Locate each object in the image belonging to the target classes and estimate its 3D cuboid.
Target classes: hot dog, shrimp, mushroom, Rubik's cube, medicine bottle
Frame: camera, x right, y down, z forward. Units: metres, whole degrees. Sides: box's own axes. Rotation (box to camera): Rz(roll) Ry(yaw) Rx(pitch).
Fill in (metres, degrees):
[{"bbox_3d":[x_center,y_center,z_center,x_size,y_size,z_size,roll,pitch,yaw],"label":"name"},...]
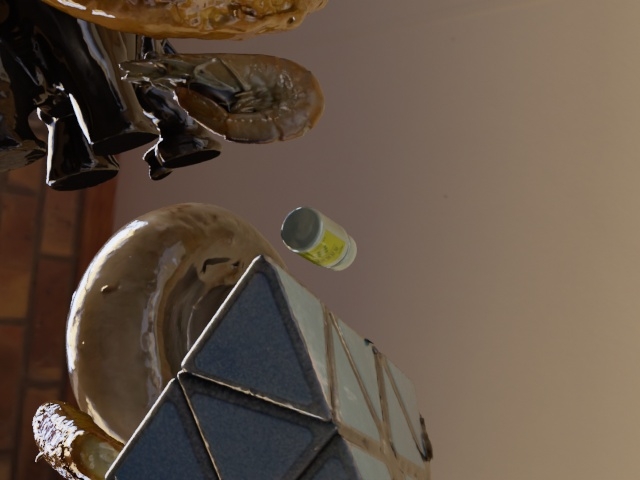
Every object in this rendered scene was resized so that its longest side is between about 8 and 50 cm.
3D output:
[{"bbox_3d":[-0.241,0.204,1.113,0.061,0.088,0.286,-65,-166,-9],"label":"hot dog"},{"bbox_3d":[-0.051,-0.074,0.578,0.023,0.108,0.059,98,-6,-56],"label":"shrimp"},{"bbox_3d":[-0.133,0.128,1.385,0.295,0.362,0.362,-12,-104,34],"label":"mushroom"},{"bbox_3d":[-0.012,0.163,0.713,0.229,0.233,0.228,-15,-126,65],"label":"Rubik's cube"},{"bbox_3d":[0.000,0.000,1.101,0.047,0.083,0.047,-11,-113,27],"label":"medicine bottle"}]

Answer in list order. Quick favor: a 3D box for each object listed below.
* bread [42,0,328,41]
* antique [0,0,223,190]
[{"bbox_3d":[-0.105,-0.224,0.749,0.268,0.268,0.145,41,-55,36],"label":"bread"},{"bbox_3d":[-0.233,-0.192,1.107,0.185,0.322,0.255,-21,-102,19],"label":"antique"}]
